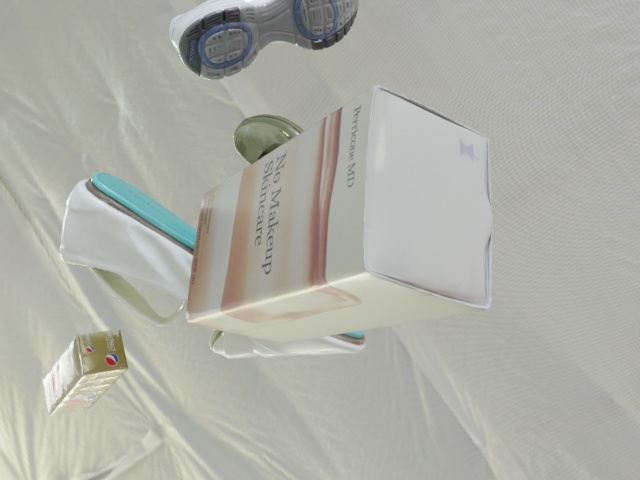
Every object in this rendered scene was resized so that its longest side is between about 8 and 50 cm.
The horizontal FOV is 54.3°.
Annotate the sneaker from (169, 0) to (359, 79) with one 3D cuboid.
[{"bbox_3d":[-0.079,-0.325,0.885,0.129,0.297,0.111,44,-33,43],"label":"sneaker"}]

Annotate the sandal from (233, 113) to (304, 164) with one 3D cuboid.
[{"bbox_3d":[-0.035,-0.078,0.936,0.303,0.086,0.120,47,-38,19],"label":"sandal"}]

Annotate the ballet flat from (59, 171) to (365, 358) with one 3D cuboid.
[{"bbox_3d":[-0.138,0.065,0.777,0.400,0.139,0.139,30,-57,-8],"label":"ballet flat"}]

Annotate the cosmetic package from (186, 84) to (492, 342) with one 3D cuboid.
[{"bbox_3d":[0.000,0.000,0.571,0.296,0.129,0.153,-22,-123,51],"label":"cosmetic package"}]

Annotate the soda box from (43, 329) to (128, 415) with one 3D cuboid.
[{"bbox_3d":[-0.333,0.188,0.875,0.181,0.061,0.058,-43,-121,43],"label":"soda box"}]
